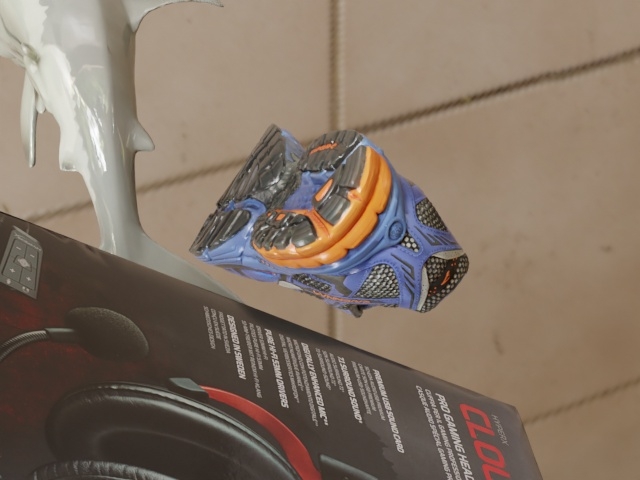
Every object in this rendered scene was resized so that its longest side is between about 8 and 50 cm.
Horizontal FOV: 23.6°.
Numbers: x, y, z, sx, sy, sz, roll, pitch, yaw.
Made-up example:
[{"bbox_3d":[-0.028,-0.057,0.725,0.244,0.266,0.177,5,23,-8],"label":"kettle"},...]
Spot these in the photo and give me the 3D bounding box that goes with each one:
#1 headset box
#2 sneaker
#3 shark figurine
[{"bbox_3d":[-0.029,0.124,0.503,0.293,0.218,0.110,23,118,-22],"label":"headset box"},{"bbox_3d":[0.000,0.000,0.744,0.087,0.221,0.083,37,85,-17],"label":"sneaker"},{"bbox_3d":[-0.097,-0.084,0.764,0.116,0.278,0.166,-12,135,-17],"label":"shark figurine"}]
